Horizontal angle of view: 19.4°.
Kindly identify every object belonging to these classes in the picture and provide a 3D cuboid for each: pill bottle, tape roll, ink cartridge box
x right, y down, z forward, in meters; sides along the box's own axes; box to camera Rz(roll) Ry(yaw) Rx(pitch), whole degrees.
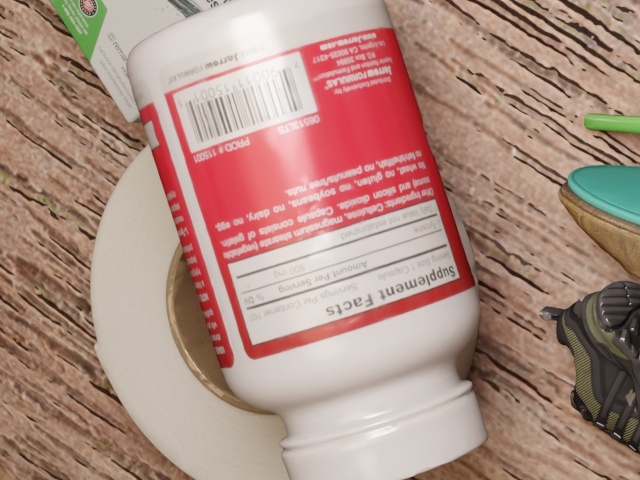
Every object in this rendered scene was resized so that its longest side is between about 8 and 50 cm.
[{"bbox_3d":[0.000,0.000,1.582,0.229,0.229,0.408,-17,90,27],"label":"pill bottle"},{"bbox_3d":[-0.041,0.057,1.778,0.392,0.072,0.392,4,100,24],"label":"tape roll"},{"bbox_3d":[-0.128,-0.231,1.764,0.208,0.087,0.153,-36,82,25],"label":"ink cartridge box"}]

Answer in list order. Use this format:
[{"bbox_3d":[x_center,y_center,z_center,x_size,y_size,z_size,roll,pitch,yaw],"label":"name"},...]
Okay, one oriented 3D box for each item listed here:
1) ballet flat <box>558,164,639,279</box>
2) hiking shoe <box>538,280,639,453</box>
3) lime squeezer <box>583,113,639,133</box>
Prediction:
[{"bbox_3d":[0.365,0.017,1.569,0.342,0.116,0.124,6,120,21],"label":"ballet flat"},{"bbox_3d":[0.281,0.141,1.640,0.114,0.086,0.227,-18,102,55],"label":"hiking shoe"},{"bbox_3d":[0.350,-0.101,1.539,0.310,0.110,0.059,0,115,26],"label":"lime squeezer"}]
